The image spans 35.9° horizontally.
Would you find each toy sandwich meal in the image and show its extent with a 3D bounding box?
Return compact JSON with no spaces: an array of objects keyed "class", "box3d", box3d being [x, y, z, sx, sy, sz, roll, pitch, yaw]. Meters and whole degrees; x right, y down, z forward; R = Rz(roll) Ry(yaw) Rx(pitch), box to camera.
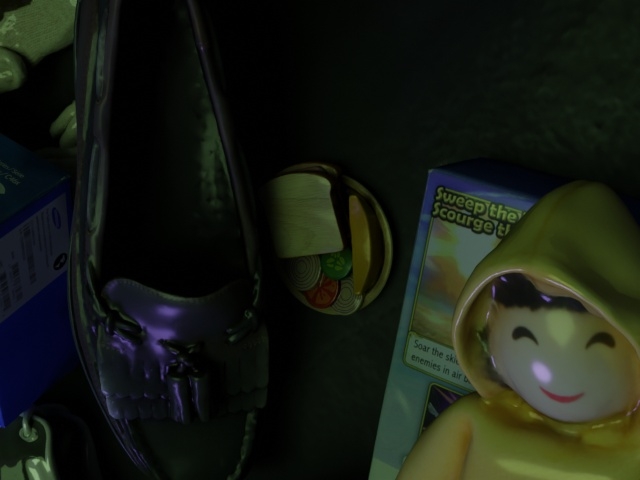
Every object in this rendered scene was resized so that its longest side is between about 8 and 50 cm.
[{"class":"toy sandwich meal","box3d":[0.000,0.000,0.516,0.086,0.029,0.085,7,103,32]}]

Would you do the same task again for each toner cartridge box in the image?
[{"class":"toner cartridge box","box3d":[-0.304,-0.040,0.622,0.348,0.075,0.165,30,136,19]}]

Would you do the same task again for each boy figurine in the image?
[{"class":"boy figurine","box3d":[0.097,0.123,0.368,0.177,0.092,0.285,14,111,33]}]

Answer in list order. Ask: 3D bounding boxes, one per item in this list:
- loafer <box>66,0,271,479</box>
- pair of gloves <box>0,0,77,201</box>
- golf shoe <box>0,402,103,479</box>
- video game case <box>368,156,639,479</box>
[{"class":"loafer","box3d":[-0.080,0.001,0.504,0.109,0.095,0.302,-6,100,-9]},{"class":"pair of gloves","box3d":[-0.163,-0.086,0.600,0.204,0.042,0.240,2,102,33]},{"class":"golf shoe","box3d":[-0.216,0.137,0.660,0.273,0.105,0.120,45,102,13]},{"class":"video game case","box3d":[0.152,0.115,0.421,0.270,0.061,0.244,20,111,29]}]
